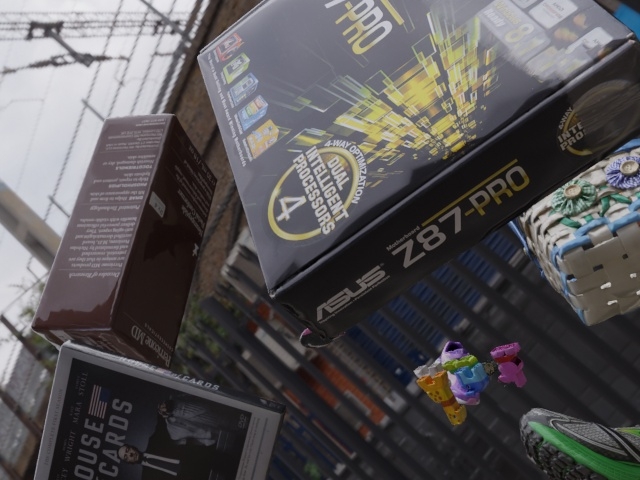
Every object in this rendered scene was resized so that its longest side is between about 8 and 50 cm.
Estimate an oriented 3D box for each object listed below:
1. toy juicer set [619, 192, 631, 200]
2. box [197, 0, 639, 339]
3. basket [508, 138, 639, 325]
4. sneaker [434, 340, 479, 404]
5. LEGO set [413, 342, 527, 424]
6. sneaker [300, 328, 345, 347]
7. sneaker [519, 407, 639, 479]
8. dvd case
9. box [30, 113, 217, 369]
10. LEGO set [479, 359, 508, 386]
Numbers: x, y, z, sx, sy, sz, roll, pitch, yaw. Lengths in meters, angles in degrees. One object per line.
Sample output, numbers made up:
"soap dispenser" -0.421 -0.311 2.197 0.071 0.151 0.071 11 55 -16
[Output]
"toy juicer set" 0.695 -0.042 1.295 0.209 0.329 0.090 127 153 -77
"box" 0.057 -0.148 0.666 0.318 0.395 0.097 -33 -47 12
"basket" 0.399 -0.038 0.995 0.254 0.201 0.289 -25 22 12
"sneaker" 0.376 0.353 1.952 0.236 0.095 0.105 -104 28 -67
"LEGO set" 0.247 0.256 1.229 0.087 0.093 0.227 -28 1 -42
"sneaker" 0.003 0.291 2.124 0.178 0.072 0.077 -6 -34 -46
"sneaker" 0.446 0.303 0.989 0.134 0.343 0.146 76 -145 -56
"dvd case" -0.170 0.219 0.739 0.029 0.238 0.179 -42 -33 -79
"box" -0.292 0.005 1.134 0.191 0.143 0.381 63 -148 -56
"LEGO set" 0.358 0.271 1.484 0.054 0.083 0.023 -39 -25 -1
